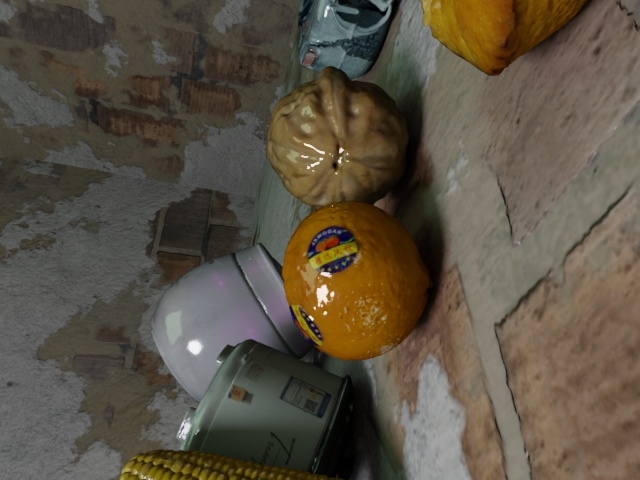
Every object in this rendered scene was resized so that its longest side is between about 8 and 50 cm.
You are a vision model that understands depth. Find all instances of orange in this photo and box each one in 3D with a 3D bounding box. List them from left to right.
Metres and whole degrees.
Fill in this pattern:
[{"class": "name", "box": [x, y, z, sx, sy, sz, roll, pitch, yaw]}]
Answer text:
[{"class": "orange", "box": [0.038, 0.042, 0.588, 0.177, 0.155, 0.177, -24, -90, -83]}]

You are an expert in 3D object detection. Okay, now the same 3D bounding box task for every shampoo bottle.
[{"class": "shampoo bottle", "box": [-0.159, 0.160, 1.029, 0.273, 0.266, 0.273, 56, 174, 9]}]

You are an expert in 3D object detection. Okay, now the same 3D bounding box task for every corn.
[{"class": "corn", "box": [-0.066, 0.285, 0.560, 0.106, 0.306, 0.106, 11, -90, -80]}]

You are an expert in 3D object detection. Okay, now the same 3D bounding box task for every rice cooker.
[{"class": "rice cooker", "box": [-0.063, 0.278, 0.743, 0.280, 0.227, 0.241, -57, -12, -66]}]

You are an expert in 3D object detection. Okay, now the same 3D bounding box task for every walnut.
[{"class": "walnut", "box": [0.022, -0.136, 0.732, 0.245, 0.198, 0.198, -88, 12, -64]}]

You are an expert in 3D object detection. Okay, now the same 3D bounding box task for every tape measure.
[{"class": "tape measure", "box": [0.043, -0.439, 0.968, 0.275, 0.147, 0.256, 124, 153, -60]}]

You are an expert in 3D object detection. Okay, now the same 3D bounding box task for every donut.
[{"class": "donut", "box": [0.100, -0.248, 0.399, 0.253, 0.118, 0.253, 56, -172, -12]}]

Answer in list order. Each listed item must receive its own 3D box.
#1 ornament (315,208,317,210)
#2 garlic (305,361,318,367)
[{"class": "ornament", "box": [0.000, 0.000, 1.014, 0.202, 0.080, 0.236, -99, 24, -63]}, {"class": "garlic", "box": [-0.023, 0.262, 1.015, 0.083, 0.041, 0.053, -88, -2, -65]}]
